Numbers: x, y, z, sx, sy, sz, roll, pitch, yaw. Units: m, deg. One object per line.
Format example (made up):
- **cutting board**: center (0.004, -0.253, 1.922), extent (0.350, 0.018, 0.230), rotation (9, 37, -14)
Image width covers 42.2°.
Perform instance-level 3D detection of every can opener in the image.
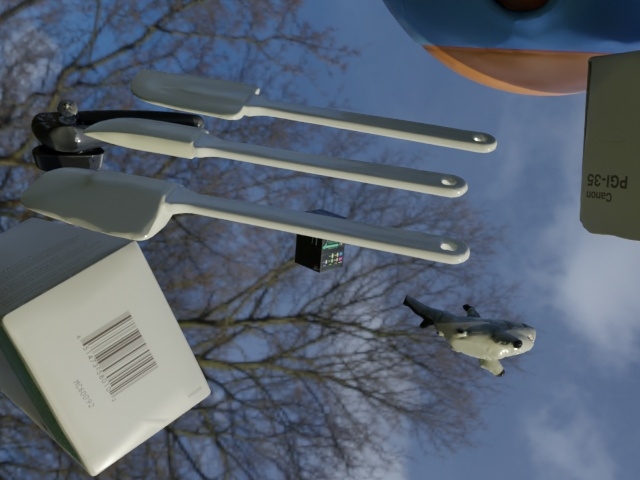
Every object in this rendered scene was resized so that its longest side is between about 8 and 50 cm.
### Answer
- **can opener**: center (-0.217, -0.119, 0.897), extent (0.073, 0.186, 0.059), rotation (101, -24, -50)

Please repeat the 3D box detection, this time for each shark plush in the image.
- **shark plush**: center (0.178, 0.107, 1.008), extent (0.073, 0.161, 0.067), rotation (87, 21, -46)

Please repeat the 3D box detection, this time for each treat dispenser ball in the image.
- **treat dispenser ball**: center (0.171, -0.251, 0.605), extent (0.288, 0.288, 0.287), rotation (-8, -99, 52)

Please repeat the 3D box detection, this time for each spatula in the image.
- **spatula**: center (-0.027, -0.043, 0.478), extent (0.168, 0.242, 0.019), rotation (-64, 163, -53)

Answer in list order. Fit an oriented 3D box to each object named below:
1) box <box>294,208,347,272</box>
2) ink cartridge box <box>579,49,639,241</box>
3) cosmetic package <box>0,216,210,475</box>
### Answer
- **box**: center (0.000, 0.000, 1.287), extent (0.062, 0.052, 0.083), rotation (22, -65, 43)
- **ink cartridge box**: center (0.332, -0.056, 0.492), extent (0.207, 0.283, 0.117), rotation (-163, -108, -67)
- **cosmetic package**: center (-0.298, 0.098, 0.948), extent (0.366, 0.155, 0.196), rotation (5, -56, 55)
